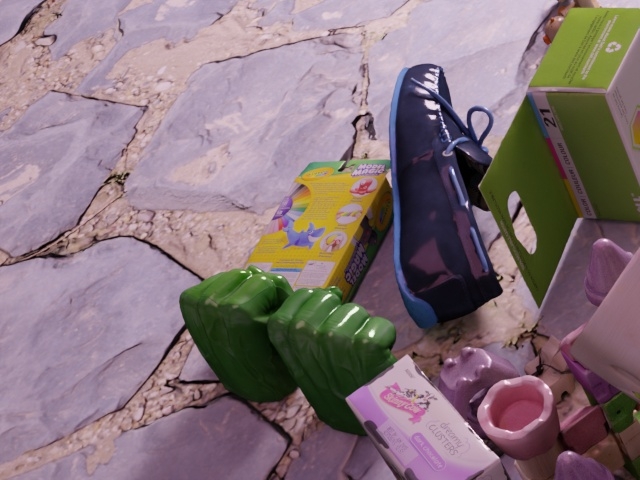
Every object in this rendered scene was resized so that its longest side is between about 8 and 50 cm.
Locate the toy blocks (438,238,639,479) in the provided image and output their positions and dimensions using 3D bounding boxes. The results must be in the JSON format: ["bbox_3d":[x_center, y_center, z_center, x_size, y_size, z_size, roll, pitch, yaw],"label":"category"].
[{"bbox_3d":[0.250,0.092,1.381,0.289,0.260,0.309,-34,37,-5],"label":"toy blocks"}]

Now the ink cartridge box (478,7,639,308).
[{"bbox_3d":[0.273,-0.080,1.626,0.097,0.189,0.255,4,50,35],"label":"ink cartridge box"}]

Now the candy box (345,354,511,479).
[{"bbox_3d":[0.118,0.218,1.377,0.070,0.196,0.165,-34,36,-5],"label":"candy box"}]

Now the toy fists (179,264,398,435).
[{"bbox_3d":[-0.030,0.100,1.658,0.279,0.142,0.096,15,55,43],"label":"toy fists"}]

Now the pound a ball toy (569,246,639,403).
[{"bbox_3d":[0.337,0.054,1.194,0.319,0.136,0.208,35,78,9],"label":"pound a ball toy"}]

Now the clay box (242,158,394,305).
[{"bbox_3d":[0.000,0.000,1.828,0.127,0.053,0.222,1,46,35],"label":"clay box"}]

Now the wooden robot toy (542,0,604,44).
[{"bbox_3d":[0.290,-0.270,1.935,0.079,0.076,0.173,-39,36,7],"label":"wooden robot toy"}]

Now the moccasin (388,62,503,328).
[{"bbox_3d":[0.145,-0.052,1.752,0.117,0.137,0.342,-13,54,16],"label":"moccasin"}]
